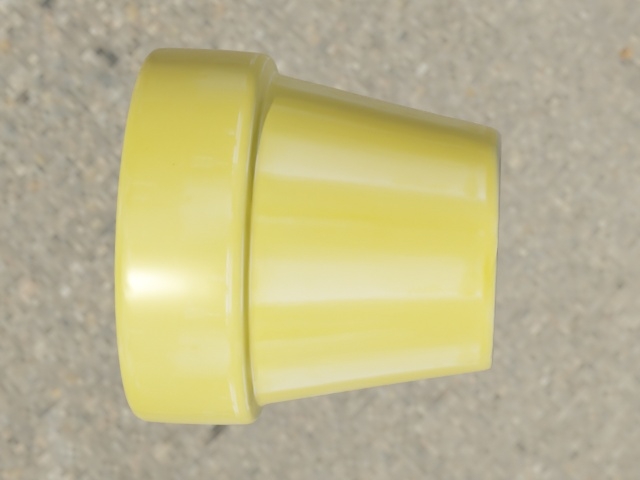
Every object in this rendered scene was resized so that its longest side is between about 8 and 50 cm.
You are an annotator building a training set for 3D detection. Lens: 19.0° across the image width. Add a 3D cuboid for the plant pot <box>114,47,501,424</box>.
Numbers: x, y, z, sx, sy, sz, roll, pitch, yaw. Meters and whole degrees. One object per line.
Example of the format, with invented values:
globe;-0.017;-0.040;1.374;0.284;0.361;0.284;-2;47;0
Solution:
plant pot;0.000;0.000;1.289;0.239;0.254;0.254;2;136;5
